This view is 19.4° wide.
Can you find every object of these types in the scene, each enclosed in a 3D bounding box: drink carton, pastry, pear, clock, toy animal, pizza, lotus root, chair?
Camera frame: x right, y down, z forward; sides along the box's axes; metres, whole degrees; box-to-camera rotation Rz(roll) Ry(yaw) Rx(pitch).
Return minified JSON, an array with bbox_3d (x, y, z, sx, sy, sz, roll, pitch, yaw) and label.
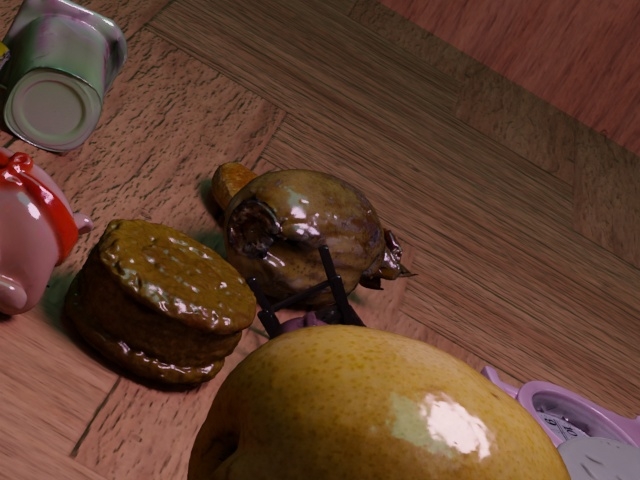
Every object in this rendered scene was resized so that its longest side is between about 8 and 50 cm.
[{"bbox_3d":[-0.308,-0.186,2.199,0.144,0.146,0.142,24,29,-19],"label":"drink carton"},{"bbox_3d":[-0.159,0.062,1.850,0.189,0.103,0.188,27,20,-11],"label":"pastry"},{"bbox_3d":[0.041,0.222,1.464,0.314,0.314,0.314,27,20,-11],"label":"pear"},{"bbox_3d":[0.318,0.274,2.077,0.275,0.080,0.290,18,24,-33],"label":"clock"},{"bbox_3d":[-0.320,-0.013,1.733,0.171,0.171,0.198,37,28,15],"label":"toy animal"},{"bbox_3d":[-0.072,-0.032,2.295,0.134,0.046,0.175,22,21,-22],"label":"pizza"},{"bbox_3d":[-0.002,-0.001,2.166,0.278,0.154,0.154,11,27,-47],"label":"lotus root"},{"bbox_3d":[0.011,0.121,2.025,0.084,0.101,0.212,-111,175,-59],"label":"chair"}]

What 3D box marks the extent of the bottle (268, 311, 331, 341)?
[{"bbox_3d":[0.051,0.154,1.932,0.233,0.110,0.110,24,20,-17],"label":"bottle"}]

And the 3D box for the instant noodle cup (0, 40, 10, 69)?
[{"bbox_3d":[-0.428,-0.177,1.932,0.153,0.205,0.205,40,18,-8],"label":"instant noodle cup"}]

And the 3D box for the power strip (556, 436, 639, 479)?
[{"bbox_3d":[0.318,0.341,1.786,0.357,0.161,0.357,27,20,-11],"label":"power strip"}]

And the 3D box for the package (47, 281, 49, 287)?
[{"bbox_3d":[-0.319,0.020,1.846,0.110,0.015,0.037,22,21,-28],"label":"package"}]
